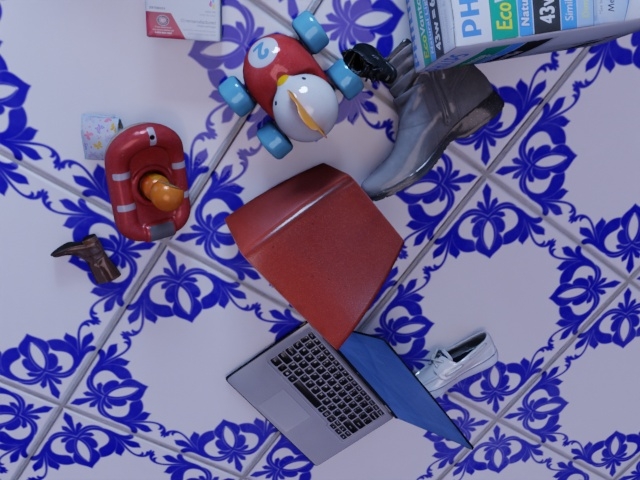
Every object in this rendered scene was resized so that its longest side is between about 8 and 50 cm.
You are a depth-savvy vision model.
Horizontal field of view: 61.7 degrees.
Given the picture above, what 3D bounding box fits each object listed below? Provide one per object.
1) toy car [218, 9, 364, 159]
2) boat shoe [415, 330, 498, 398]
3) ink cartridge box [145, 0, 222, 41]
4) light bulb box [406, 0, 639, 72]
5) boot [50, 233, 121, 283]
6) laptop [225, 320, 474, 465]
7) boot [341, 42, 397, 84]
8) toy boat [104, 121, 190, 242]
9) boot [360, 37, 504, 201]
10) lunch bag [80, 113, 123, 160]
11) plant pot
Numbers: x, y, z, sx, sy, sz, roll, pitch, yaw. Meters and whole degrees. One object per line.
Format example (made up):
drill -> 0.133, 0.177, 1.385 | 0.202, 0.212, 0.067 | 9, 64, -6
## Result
toy car -> -0.043, -0.253, 0.931 | 0.219, 0.238, 0.210 | -38, 113, 9
boat shoe -> 0.308, 0.302, 1.315 | 0.258, 0.095, 0.084 | -28, 111, -6
ink cartridge box -> -0.233, -0.438, 0.913 | 0.127, 0.072, 0.175 | 1, 114, -8
light bulb box -> 0.324, -0.483, 0.845 | 0.360, 0.225, 0.359 | -11, 98, -4
boot -> -0.488, 0.052, 1.119 | 0.106, 0.037, 0.114 | -19, 120, 3
laptop -> 0.054, 0.392, 1.232 | 0.407, 0.236, 0.382 | -35, 113, 8
boot -> 0.074, -0.322, 0.956 | 0.099, 0.121, 0.045 | -7, 137, -49
toy boat -> -0.303, -0.099, 0.993 | 0.150, 0.151, 0.231 | -20, 121, -35
boot -> 0.166, -0.252, 1.046 | 0.338, 0.118, 0.223 | -41, 106, 3
lunch bag -> -0.408, -0.196, 1.009 | 0.070, 0.053, 0.083 | 1, 124, -6
plant pot -> 0.000, 0.000, 1.051 | 0.235, 0.267, 0.267 | -43, 113, -1
